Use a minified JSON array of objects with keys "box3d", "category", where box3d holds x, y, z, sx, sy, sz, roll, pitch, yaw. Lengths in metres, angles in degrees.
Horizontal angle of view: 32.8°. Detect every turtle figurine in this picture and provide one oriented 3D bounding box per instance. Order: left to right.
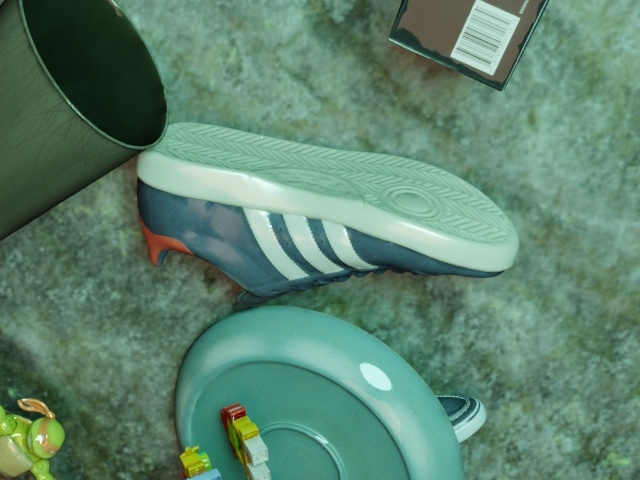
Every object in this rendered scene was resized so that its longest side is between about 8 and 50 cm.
[{"box3d":[-0.349,0.216,1.145,0.217,0.087,0.269,-21,120,26],"category":"turtle figurine"}]

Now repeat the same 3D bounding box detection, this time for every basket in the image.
[{"box3d":[-0.271,-0.103,0.976,0.227,0.154,0.204,-35,60,27],"category":"basket"}]

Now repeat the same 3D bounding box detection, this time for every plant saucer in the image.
[{"box3d":[-0.016,0.214,1.068,0.317,0.044,0.318,12,120,22],"category":"plant saucer"}]

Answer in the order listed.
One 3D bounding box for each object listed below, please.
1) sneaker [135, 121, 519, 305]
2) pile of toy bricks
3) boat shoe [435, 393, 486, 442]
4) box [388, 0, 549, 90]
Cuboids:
[{"box3d":[0.000,0.000,0.996,0.350,0.131,0.148,14,120,9],"category":"sneaker"},{"box3d":[-0.107,0.250,1.059,0.118,0.105,0.212,-18,130,-20],"category":"pile of toy bricks"},{"box3d":[0.066,0.167,1.072,0.183,0.065,0.083,-16,112,17],"category":"boat shoe"},{"box3d":[0.152,-0.268,0.828,0.103,0.184,0.261,25,112,1],"category":"box"}]
